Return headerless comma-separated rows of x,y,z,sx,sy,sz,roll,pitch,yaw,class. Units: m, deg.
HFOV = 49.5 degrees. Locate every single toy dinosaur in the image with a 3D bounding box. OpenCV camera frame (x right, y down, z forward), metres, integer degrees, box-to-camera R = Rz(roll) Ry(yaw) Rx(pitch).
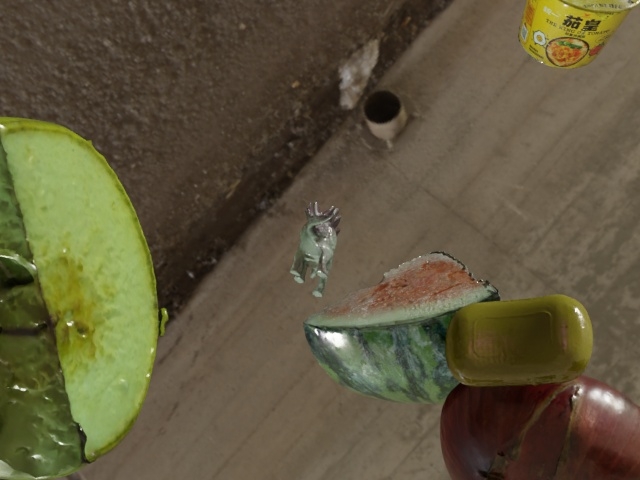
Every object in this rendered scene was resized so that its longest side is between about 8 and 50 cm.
-0.002,-0.001,0.701,0.209,0.039,0.082,99,6,-74,toy dinosaur

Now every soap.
0.189,0.097,0.669,0.045,0.140,0.088,45,44,-51,soap

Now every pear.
-0.356,0.064,0.732,0.318,0.342,0.238,-11,-176,13,pear

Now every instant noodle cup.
0.415,-0.379,1.141,0.182,0.182,0.144,-38,158,-24,instant noodle cup

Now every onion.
0.239,0.236,0.727,0.161,0.248,0.248,-58,161,-20,onion

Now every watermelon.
0.126,0.114,0.954,0.201,0.262,0.212,-79,154,-47,watermelon
